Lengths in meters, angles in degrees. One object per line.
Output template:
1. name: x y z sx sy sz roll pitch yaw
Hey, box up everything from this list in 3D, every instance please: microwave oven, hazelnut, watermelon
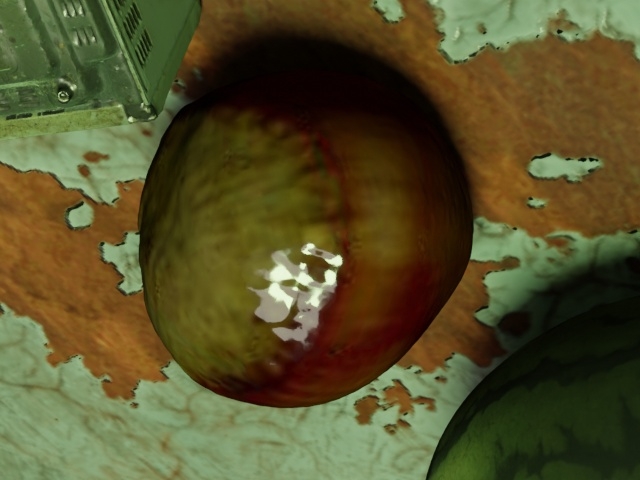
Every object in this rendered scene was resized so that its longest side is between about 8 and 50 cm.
1. microwave oven: -0.192 -0.137 1.036 0.205 0.129 0.163 -7 131 20
2. hazelnut: 0.000 0.000 1.086 0.208 0.208 0.208 8 133 8
3. watermelon: 0.237 0.163 1.093 0.359 0.279 0.279 -5 130 17
